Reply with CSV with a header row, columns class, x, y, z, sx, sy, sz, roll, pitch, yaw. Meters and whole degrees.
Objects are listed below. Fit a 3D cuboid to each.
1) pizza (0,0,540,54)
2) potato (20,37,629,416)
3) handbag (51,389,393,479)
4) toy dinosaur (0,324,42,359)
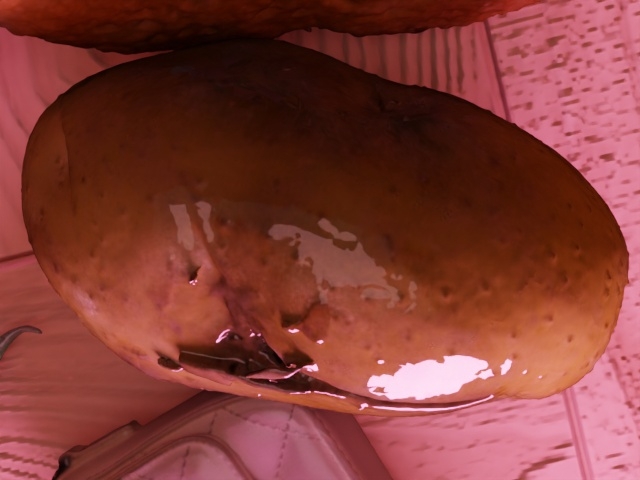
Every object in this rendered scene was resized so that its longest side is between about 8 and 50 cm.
class,x,y,z,sx,sy,sz,roll,pitch,yaw
pizza,-0.010,-0.137,0.576,0.365,0.182,0.074,-10,69,-8
potato,0.000,0.000,0.599,0.248,0.169,0.143,12,127,0
handbag,-0.039,0.198,0.683,0.219,0.079,0.256,-33,95,13
toy dinosaur,-0.168,0.072,0.694,0.083,0.021,0.062,-4,107,8
